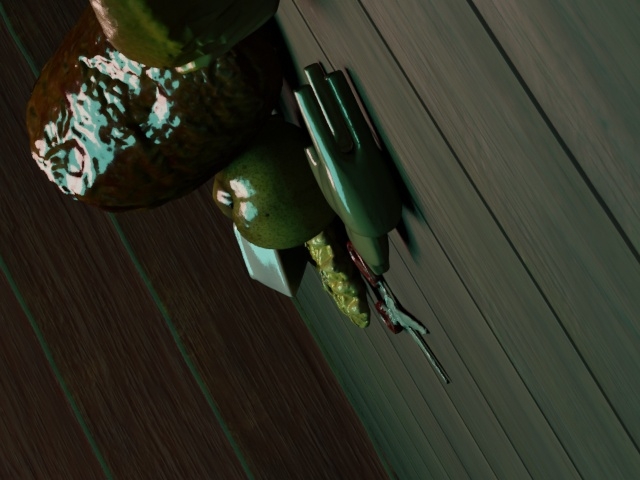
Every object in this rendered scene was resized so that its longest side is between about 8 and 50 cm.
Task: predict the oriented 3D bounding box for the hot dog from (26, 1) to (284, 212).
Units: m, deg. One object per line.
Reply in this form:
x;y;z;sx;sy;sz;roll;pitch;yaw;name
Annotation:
-0.194;-0.203;1.954;0.267;0.387;0.174;53;-141;8;hot dog

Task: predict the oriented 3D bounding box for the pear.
-0.058;-0.067;2.058;0.167;0.136;0.167;162;90;-75;pear

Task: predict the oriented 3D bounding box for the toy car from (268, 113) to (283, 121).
-0.160;-0.156;2.178;0.142;0.200;0.248;45;-152;21;toy car

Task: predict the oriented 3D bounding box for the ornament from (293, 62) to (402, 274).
0.030;-0.060;1.657;0.230;0.061;0.245;-132;17;-76;ornament

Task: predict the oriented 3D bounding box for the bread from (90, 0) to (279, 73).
-0.163;-0.329;1.461;0.389;0.183;0.236;65;176;-37;bread

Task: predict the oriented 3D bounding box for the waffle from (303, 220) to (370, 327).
0.002;-0.001;2.276;0.250;0.056;0.261;69;176;-58;waffle

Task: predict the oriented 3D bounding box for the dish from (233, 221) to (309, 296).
-0.071;-0.022;2.413;0.234;0.064;0.154;-69;-36;-65;dish

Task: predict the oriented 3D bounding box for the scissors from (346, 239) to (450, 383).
0.099;0.094;2.058;0.144;0.017;0.248;64;173;-28;scissors
